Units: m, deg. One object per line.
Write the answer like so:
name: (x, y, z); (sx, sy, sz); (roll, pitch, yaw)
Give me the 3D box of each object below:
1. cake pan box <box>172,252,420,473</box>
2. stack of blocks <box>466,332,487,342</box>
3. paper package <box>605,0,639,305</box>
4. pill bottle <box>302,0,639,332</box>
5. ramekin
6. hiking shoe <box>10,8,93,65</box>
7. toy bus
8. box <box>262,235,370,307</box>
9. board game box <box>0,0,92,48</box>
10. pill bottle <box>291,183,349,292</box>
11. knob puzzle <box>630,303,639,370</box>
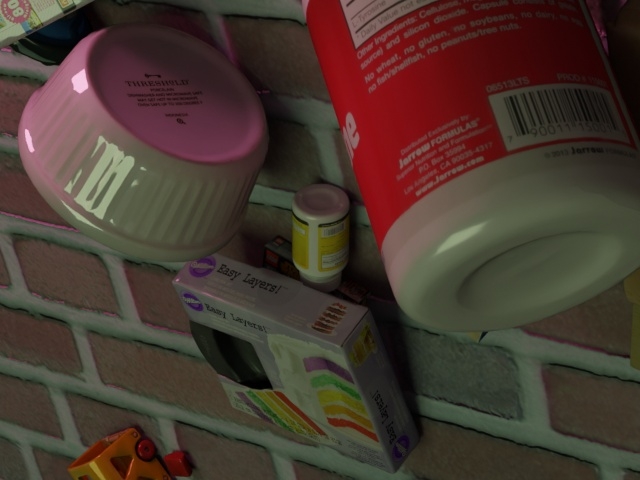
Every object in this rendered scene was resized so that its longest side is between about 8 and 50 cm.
cake pan box: (-0.030, 0.137, 2.234); (0.267, 0.070, 0.245); (20, 146, 33)
stack of blocks: (0.191, -0.039, 1.838); (0.087, 0.171, 0.297); (40, 158, 13)
paper package: (0.420, -0.060, 1.611); (0.325, 0.168, 0.309); (17, 131, 34)
pill bottle: (0.117, -0.148, 1.595); (0.229, 0.229, 0.407); (-52, 48, 51)
ramekin: (-0.179, -0.117, 2.069); (0.273, 0.273, 0.127); (43, 129, 9)
hiking shoe: (-0.347, -0.333, 2.164); (0.132, 0.113, 0.304); (-25, 103, 49)
toy bus: (-0.258, 0.360, 2.644); (0.202, 0.104, 0.191); (26, 136, 27)
box: (-0.009, 0.065, 2.230); (0.137, 0.027, 0.094); (31, 137, 22)
board game box: (-0.339, -0.333, 2.068); (0.303, 0.097, 0.224); (-24, 104, 19)
pill bottle: (0.000, 0.000, 2.139); (0.065, 0.065, 0.116); (25, 135, 27)
knob puzzle: (0.394, 0.083, 1.858); (0.213, 0.030, 0.213); (25, 134, 28)
